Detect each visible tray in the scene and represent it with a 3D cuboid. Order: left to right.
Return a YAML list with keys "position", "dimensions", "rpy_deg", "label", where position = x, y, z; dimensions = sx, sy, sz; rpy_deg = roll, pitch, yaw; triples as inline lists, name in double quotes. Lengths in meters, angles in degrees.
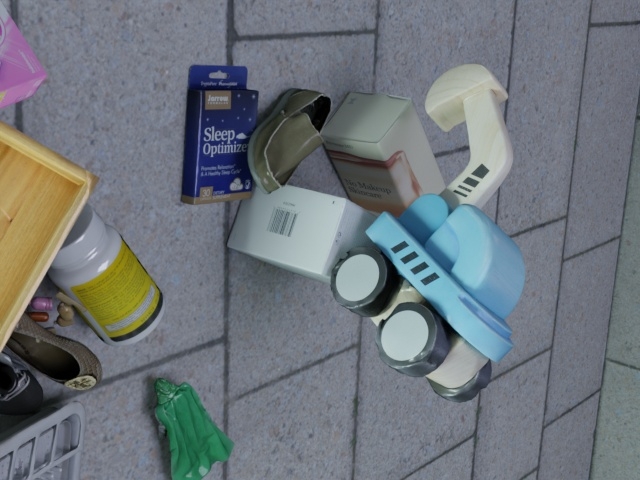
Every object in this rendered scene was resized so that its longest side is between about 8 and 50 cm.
- position: [-0.466, 0.050, 1.185]
  dimensions: [0.202, 0.076, 0.411]
  rpy_deg: [31, 77, -19]
  label: "tray"

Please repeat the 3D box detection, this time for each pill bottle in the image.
- position: [-0.325, 0.050, 1.412]
  dimensions: [0.119, 0.119, 0.209]
  rpy_deg: [-52, 137, -25]
  label: "pill bottle"

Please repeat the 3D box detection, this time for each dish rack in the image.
- position: [-0.443, 0.409, 1.370]
  dimensions: [0.285, 0.072, 0.333]
  rpy_deg: [-29, 128, -73]
  label: "dish rack"

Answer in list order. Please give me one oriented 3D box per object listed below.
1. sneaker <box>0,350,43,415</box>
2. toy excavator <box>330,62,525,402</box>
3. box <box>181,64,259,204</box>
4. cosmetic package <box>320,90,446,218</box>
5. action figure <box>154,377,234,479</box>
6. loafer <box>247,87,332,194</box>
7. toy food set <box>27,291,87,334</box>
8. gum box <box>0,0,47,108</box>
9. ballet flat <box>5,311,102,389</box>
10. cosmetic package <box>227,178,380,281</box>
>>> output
- position: [-0.439, 0.195, 1.312]
  dimensions: [0.086, 0.132, 0.229]
  rpy_deg: [-60, 139, -17]
  label: "sneaker"
- position: [0.228, -0.026, 1.589]
  dimensions: [0.445, 0.433, 0.222]
  rpy_deg: [-45, 140, 7]
  label: "toy excavator"
- position: [-0.165, -0.176, 1.599]
  dimensions: [0.136, 0.036, 0.225]
  rpy_deg: [-11, 109, -49]
  label: "box"
- position: [0.134, -0.135, 1.883]
  dimensions: [0.129, 0.153, 0.296]
  rpy_deg: [-53, 136, -26]
  label: "cosmetic package"
- position: [-0.236, 0.318, 1.657]
  dimensions: [0.137, 0.063, 0.232]
  rpy_deg: [-43, 136, -31]
  label: "action figure"
- position: [-0.048, -0.181, 1.646]
  dimensions: [0.094, 0.087, 0.251]
  rpy_deg: [57, 41, -36]
  label: "loafer"
- position: [-0.399, 0.112, 1.381]
  dimensions: [0.122, 0.019, 0.078]
  rpy_deg: [-33, 133, 17]
  label: "toy food set"
- position: [-0.432, -0.249, 1.161]
  dimensions: [0.107, 0.062, 0.188]
  rpy_deg: [-33, 92, -40]
  label: "gum box"
- position: [-0.399, 0.155, 1.366]
  dimensions: [0.084, 0.058, 0.250]
  rpy_deg: [-25, 135, 10]
  label: "ballet flat"
- position: [0.000, 0.000, 1.706]
  dimensions: [0.224, 0.224, 0.138]
  rpy_deg: [22, 84, -51]
  label: "cosmetic package"
